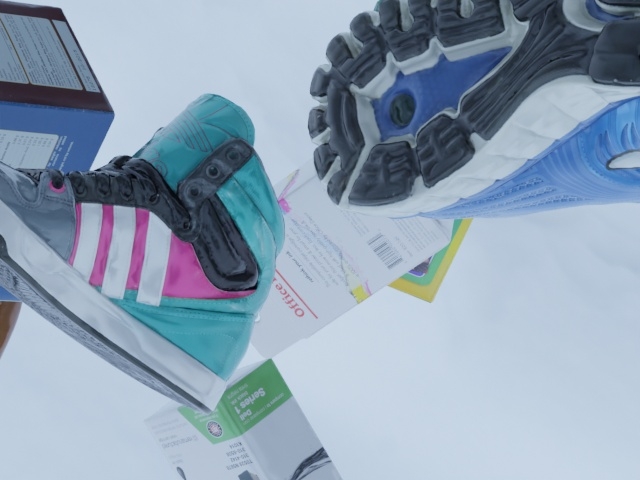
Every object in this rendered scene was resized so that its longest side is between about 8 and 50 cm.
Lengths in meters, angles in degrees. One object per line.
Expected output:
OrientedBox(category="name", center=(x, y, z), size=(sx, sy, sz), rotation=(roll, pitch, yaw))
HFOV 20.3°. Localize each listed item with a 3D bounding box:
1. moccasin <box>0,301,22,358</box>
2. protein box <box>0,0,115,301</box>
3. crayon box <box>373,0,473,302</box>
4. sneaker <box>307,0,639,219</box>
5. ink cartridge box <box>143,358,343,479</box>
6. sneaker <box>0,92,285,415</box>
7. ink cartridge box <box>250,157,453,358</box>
OrientedBox(category="moccasin", center=(-0.417, 0.100, 1.894), size=(0.139, 0.147, 0.380), rotation=(19, 82, 14))
OrientedBox(category="protein box", center=(-0.299, -0.071, 1.355), size=(0.201, 0.136, 0.200), rotation=(4, 130, -35))
OrientedBox(category="crayon box", center=(0.082, -0.080, 1.713), size=(0.165, 0.081, 0.278), rotation=(22, 134, -1))
OrientedBox(category="sneaker", center=(0.155, -0.094, 0.813), size=(0.147, 0.330, 0.130), rotation=(11, 65, -49))
OrientedBox(category="ink cartridge box", center=(-0.071, 0.255, 1.956), size=(0.092, 0.160, 0.219), rotation=(-34, 96, -39))
OrientedBox(category="sneaker", center=(-0.128, -0.032, 1.142), size=(0.295, 0.124, 0.178), rotation=(42, 74, -37))
OrientedBox(category="ink cartridge box", center=(0.000, 0.000, 1.504), size=(0.198, 0.067, 0.115), rotation=(-34, 105, 19))
